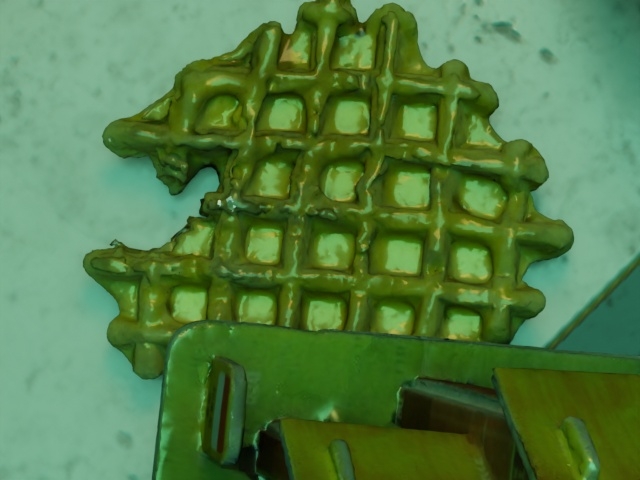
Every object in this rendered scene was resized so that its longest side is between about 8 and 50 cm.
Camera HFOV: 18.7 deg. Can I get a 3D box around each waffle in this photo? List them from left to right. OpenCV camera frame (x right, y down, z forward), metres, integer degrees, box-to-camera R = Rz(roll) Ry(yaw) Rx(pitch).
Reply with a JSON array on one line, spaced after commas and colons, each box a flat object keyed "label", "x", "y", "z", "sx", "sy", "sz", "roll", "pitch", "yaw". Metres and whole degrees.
[{"label": "waffle", "x": 0.000, "y": 0.000, "z": 1.103, "sx": 0.261, "sy": 0.056, "sz": 0.250, "roll": -37, "pitch": 86, "yaw": -4}]

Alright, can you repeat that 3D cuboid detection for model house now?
[{"label": "model house", "x": 0.107, "y": 0.096, "z": 0.916, "sx": 0.300, "sy": 0.324, "sz": 0.340, "roll": 6, "pitch": 90, "yaw": -19}]
